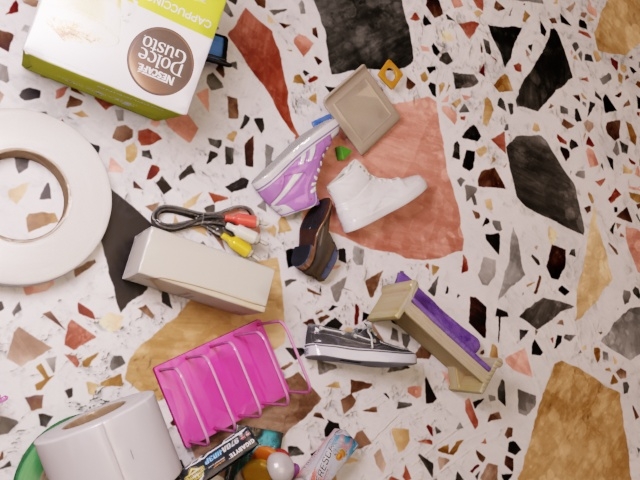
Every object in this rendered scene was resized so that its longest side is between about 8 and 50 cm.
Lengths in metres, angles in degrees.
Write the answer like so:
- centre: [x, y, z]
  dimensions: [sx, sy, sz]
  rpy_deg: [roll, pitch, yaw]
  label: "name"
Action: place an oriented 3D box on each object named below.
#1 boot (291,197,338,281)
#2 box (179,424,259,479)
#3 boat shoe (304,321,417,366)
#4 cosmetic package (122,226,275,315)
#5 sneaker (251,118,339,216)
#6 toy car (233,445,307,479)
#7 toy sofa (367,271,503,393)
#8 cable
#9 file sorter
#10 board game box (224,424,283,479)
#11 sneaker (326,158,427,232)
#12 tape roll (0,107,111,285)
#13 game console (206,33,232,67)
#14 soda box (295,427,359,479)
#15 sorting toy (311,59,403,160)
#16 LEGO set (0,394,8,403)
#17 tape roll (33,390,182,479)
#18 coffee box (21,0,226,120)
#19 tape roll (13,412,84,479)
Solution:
- centre: [0.000, 0.000, 1.967]
  dimensions: [0.106, 0.082, 0.219]
  rpy_deg: [44, 59, -39]
  label: "boot"
- centre: [-0.227, 0.485, 1.655]
  dimensions: [0.175, 0.220, 0.051]
  rpy_deg: [-31, 78, -18]
  label: "box"
- centre: [0.107, 0.268, 1.946]
  dimensions: [0.306, 0.113, 0.105]
  rpy_deg: [7, 72, -11]
  label: "boat shoe"
- centre: [-0.282, 0.078, 1.744]
  dimensions: [0.309, 0.160, 0.113]
  rpy_deg: [19, 74, -23]
  label: "cosmetic package"
- centre: [-0.030, -0.181, 1.947]
  dimensions: [0.282, 0.102, 0.161]
  rpy_deg: [-43, 106, -8]
  label: "sneaker"
- centre: [-0.100, 0.559, 1.753]
  dimensions: [0.182, 0.159, 0.136]
  rpy_deg: [53, 26, -11]
  label: "toy car"
- centre: [0.323, 0.244, 2.039]
  dimensions: [0.362, 0.150, 0.177]
  rpy_deg: [42, 67, -16]
  label: "toy sofa"
- centre: [-0.260, -0.052, 1.825]
  dimensions: [0.287, 0.072, 0.140]
  rpy_deg: [20, 67, -23]
  label: "cable"
- centre: [-0.196, 0.325, 1.733]
  dimensions: [0.290, 0.182, 0.202]
  rpy_deg: [-23, 92, -29]
  label: "file sorter"
- centre: [-0.164, 0.545, 1.803]
  dimensions: [0.126, 0.026, 0.186]
  rpy_deg: [16, 75, -25]
  label: "board game box"
- centre: [0.153, -0.157, 2.040]
  dimensions: [0.292, 0.108, 0.169]
  rpy_deg: [-29, 98, -27]
  label: "sneaker"
- centre: [-0.654, -0.092, 1.626]
  dimensions: [0.391, 0.072, 0.392]
  rpy_deg: [5, 80, -28]
  label: "tape roll"
- centre: [-0.284, -0.489, 1.888]
  dimensions: [0.122, 0.107, 0.071]
  rpy_deg: [10, 105, -25]
  label: "game console"
- centre: [0.011, 0.557, 1.872]
  dimensions: [0.058, 0.063, 0.183]
  rpy_deg: [50, 64, -13]
  label: "soda box"
- centre: [0.111, -0.362, 2.087]
  dimensions: [0.347, 0.047, 0.196]
  rpy_deg: [-44, 109, -24]
  label: "sorting toy"
- centre: [-0.699, 0.246, 1.534]
  dimensions: [0.093, 0.087, 0.227]
  rpy_deg: [-27, 95, -13]
  label: "LEGO set"
- centre: [-0.416, 0.422, 1.482]
  dimensions: [0.246, 0.246, 0.169]
  rpy_deg: [-21, 91, -29]
  label: "tape roll"
- centre: [-0.424, -0.473, 1.618]
  dimensions: [0.337, 0.338, 0.335]
  rpy_deg: [20, 89, -23]
  label: "coffee box"
- centre: [-0.487, 0.533, 1.607]
  dimensions: [0.321, 0.077, 0.322]
  rpy_deg: [5, 79, -27]
  label: "tape roll"
